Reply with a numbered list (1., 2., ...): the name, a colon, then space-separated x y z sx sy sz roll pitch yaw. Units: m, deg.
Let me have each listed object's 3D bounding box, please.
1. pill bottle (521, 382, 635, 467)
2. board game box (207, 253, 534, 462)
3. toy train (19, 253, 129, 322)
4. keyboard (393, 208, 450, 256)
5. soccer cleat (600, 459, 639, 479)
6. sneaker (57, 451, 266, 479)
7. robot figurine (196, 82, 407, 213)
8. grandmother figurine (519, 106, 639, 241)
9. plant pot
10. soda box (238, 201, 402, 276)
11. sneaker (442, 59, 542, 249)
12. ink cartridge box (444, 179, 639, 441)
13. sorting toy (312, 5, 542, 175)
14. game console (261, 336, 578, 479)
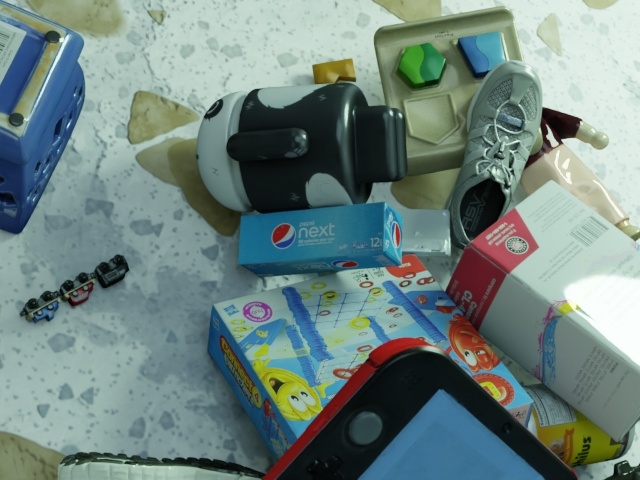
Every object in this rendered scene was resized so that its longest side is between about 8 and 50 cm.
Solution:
1. pill bottle: 0.304 0.249 1.837 0.215 0.117 0.117 -5 68 -21
2. board game box: 0.057 0.171 1.736 0.308 0.086 0.302 -14 44 -25
3. toy train: -0.314 0.066 1.766 0.158 0.027 0.036 -29 88 -28
4. keyboard: 0.051 -0.013 1.896 0.256 0.014 0.072 1 59 0
5. soccer cleat: 0.343 0.380 1.795 0.331 0.116 0.143 -9 94 -13
6. sneaker: -0.160 0.339 1.650 0.330 0.130 0.147 8 87 -22
7. robot figurine: -0.027 -0.125 1.829 0.278 0.209 0.173 -2 53 17
8. grandmother figurine: 0.323 -0.115 2.029 0.208 0.104 0.342 -27 74 -19
9. plant pot: -0.434 -0.181 1.734 0.236 0.212 0.236 22 61 -7
10. soda box: 0.000 0.000 1.807 0.210 0.067 0.071 -5 71 23
11. sneaker: 0.250 -0.109 1.906 0.105 0.115 0.281 12 103 -7
12. ink cartridge box: 0.351 0.088 1.830 0.306 0.131 0.226 40 44 18
13. sorting toy: 0.151 -0.212 1.987 0.307 0.041 0.229 -10 76 -1
14. game console: 0.105 0.325 1.595 0.342 0.060 0.386 -50 121 -4
